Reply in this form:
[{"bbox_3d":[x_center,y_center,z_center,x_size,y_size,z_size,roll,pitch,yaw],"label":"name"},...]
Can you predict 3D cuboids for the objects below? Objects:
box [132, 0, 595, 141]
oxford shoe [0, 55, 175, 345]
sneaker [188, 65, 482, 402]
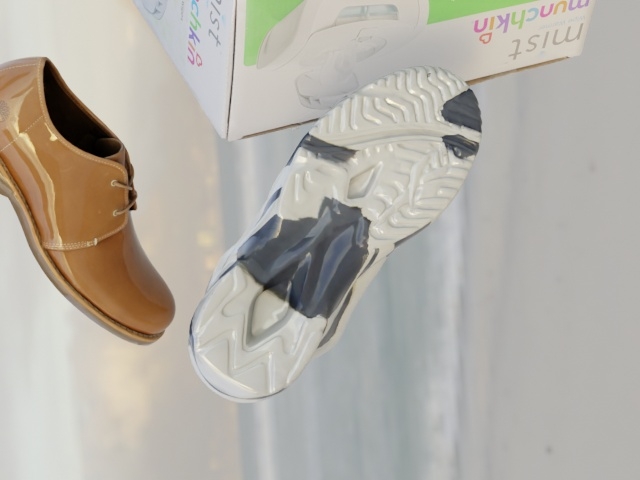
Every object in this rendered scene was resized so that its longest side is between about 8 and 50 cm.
[{"bbox_3d":[0.013,-0.200,1.281,0.126,0.262,0.231,97,151,-42],"label":"box"},{"bbox_3d":[-0.139,-0.021,1.203,0.212,0.076,0.076,57,-158,-30],"label":"oxford shoe"},{"bbox_3d":[0.000,0.000,1.194,0.235,0.094,0.153,-59,6,-12],"label":"sneaker"}]
